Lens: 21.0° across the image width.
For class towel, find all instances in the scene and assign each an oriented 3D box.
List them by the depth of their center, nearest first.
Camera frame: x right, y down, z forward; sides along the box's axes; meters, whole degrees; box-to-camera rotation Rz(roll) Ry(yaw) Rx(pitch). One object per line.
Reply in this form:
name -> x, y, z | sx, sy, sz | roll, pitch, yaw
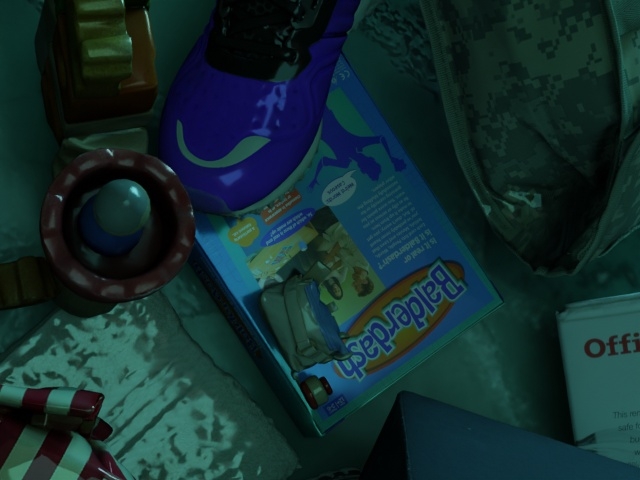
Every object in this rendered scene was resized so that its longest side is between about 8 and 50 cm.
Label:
towel -> -0.165, 0.165, 1.073 | 0.282, 0.049, 0.187 | -42, 97, -18

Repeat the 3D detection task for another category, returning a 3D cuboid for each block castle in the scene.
block castle -> -0.252, -0.159, 0.977 | 0.303, 0.213, 0.453 | -9, 79, -17

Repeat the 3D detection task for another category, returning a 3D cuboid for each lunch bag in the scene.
lunch bag -> 0.193, -0.143, 1.120 | 0.235, 0.169, 0.287 | -34, 115, -41

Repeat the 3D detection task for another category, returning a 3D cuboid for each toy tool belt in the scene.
toy tool belt -> -0.001, 0.059, 1.082 | 0.051, 0.052, 0.083 | -27, 93, -8

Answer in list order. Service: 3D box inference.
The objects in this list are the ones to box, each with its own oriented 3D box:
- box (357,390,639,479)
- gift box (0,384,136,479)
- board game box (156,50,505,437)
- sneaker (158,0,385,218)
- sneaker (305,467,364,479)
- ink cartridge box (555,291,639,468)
box -> 0.149, 0.303, 0.999 | 0.343, 0.179, 0.312 | 19, 114, -10
gift box -> -0.171, 0.207, 0.912 | 0.276, 0.255, 0.258 | 29, 77, -6
board game box -> 0.000, 0.000, 1.141 | 0.160, 0.047, 0.210 | -34, 93, -17
sneaker -> -0.027, -0.157, 1.069 | 0.102, 0.146, 0.293 | 17, 59, 15
sneaker -> 0.060, 0.184, 1.097 | 0.225, 0.093, 0.088 | -10, 85, 4
ink cartridge box -> 0.254, 0.138, 1.142 | 0.158, 0.092, 0.218 | -9, 87, 23
